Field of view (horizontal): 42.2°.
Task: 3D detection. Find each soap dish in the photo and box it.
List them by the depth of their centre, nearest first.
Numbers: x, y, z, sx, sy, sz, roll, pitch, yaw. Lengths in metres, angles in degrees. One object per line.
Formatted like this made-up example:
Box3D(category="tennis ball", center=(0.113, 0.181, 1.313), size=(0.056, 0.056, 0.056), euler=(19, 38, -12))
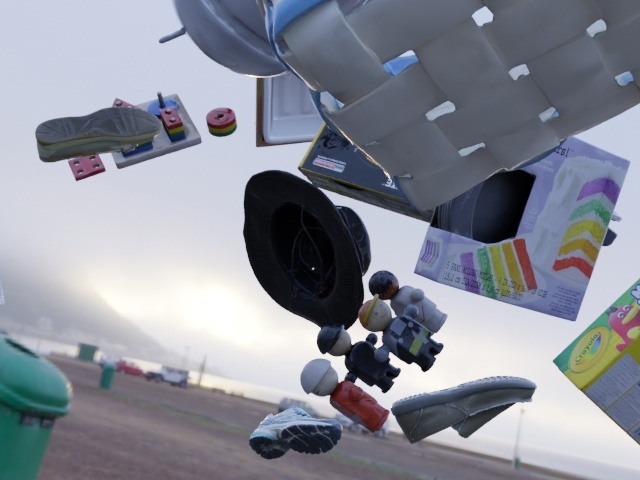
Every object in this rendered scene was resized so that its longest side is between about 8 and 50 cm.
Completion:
Box3D(category="soap dish", center=(-0.029, -0.355, 2.013), size=(0.291, 0.228, 0.118), euler=(-9, 27, -24))

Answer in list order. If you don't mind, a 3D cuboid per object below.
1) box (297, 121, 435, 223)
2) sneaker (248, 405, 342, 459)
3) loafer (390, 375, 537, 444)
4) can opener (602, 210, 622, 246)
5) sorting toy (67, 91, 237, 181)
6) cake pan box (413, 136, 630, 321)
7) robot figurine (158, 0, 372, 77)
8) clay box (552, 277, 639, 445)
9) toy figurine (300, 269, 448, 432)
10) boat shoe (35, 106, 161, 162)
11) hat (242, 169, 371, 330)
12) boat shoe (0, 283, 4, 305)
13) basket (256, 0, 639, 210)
Box3D(category="box", center=(0.152, -0.182, 1.491), size=(0.322, 0.257, 0.079), euler=(21, -16, 37))
Box3D(category="sneaker", center=(-0.059, 0.475, 2.139), size=(0.283, 0.122, 0.110), euler=(-15, -59, 35))
Box3D(category="loafer", center=(0.250, 0.291, 1.426), size=(0.251, 0.087, 0.094), euler=(-14, -6, 8))
Box3D(category="can opener", center=(0.414, -0.095, 1.486), size=(0.280, 0.093, 0.074), euler=(41, 17, 31))
Box3D(category="sorting toy", center=(-0.274, -0.179, 1.263), size=(0.275, 0.132, 0.046), euler=(-20, -44, -13))
Box3D(category="cake pan box", center=(0.272, -0.036, 1.125), size=(0.267, 0.245, 0.070), euler=(18, 1, -27))
Box3D(category="robot figurine", center=(-0.035, -0.326, 0.945), size=(0.300, 0.199, 0.353), euler=(21, -48, -40))
Box3D(category="clay box", center=(0.332, 0.075, 0.748), size=(0.127, 0.222, 0.053), euler=(40, 7, -32))
Box3D(category="toy figurine", center=(0.081, 0.159, 1.271), size=(0.148, 0.209, 0.213), euler=(36, 23, 0))
Box3D(category="boat shoe", center=(-0.276, -0.129, 1.041), size=(0.153, 0.056, 0.048), euler=(-14, -34, -22))
Box3D(category="hat", center=(0.000, 0.000, 1.511), size=(0.134, 0.331, 0.331), euler=(-27, 15, -34))
Box3D(category="boat shoe", center=(-0.667, 0.097, 1.493), size=(0.184, 0.063, 0.066), euler=(-3, -7, -28))
Box3D(category="basket", center=(0.080, -0.182, 0.395), size=(0.255, 0.289, 0.201), euler=(-27, -49, 22))
